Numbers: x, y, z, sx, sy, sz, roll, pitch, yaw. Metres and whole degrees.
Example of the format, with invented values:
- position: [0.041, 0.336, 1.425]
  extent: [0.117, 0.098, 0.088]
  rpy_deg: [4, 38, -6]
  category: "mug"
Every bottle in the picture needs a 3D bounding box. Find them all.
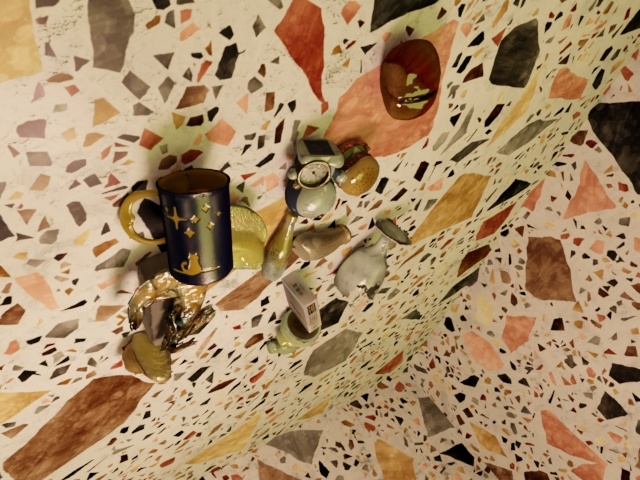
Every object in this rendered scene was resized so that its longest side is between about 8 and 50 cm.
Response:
- position: [-0.129, 0.016, 1.906]
  extent: [0.083, 0.083, 0.269]
  rpy_deg: [-12, 136, -43]
  category: "bottle"

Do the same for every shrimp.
- position: [-0.449, 0.203, 1.641]
  extent: [0.233, 0.071, 0.364]
  rpy_deg: [-5, 137, -38]
  category: "shrimp"
- position: [-0.429, 0.299, 1.909]
  extent: [0.219, 0.152, 0.046]
  rpy_deg: [-37, 110, -20]
  category: "shrimp"

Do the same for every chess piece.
- position: [-0.124, 0.412, 2.447]
  extent: [0.176, 0.175, 0.298]
  rpy_deg: [-21, 159, -33]
  category: "chess piece"

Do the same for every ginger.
- position: [-0.550, 0.391, 1.806]
  extent: [0.122, 0.193, 0.115]
  rpy_deg: [-51, 145, 17]
  category: "ginger"

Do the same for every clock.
- position: [-0.018, -0.174, 1.694]
  extent: [0.200, 0.146, 0.243]
  rpy_deg: [-8, 138, -22]
  category: "clock"

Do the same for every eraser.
- position: [-0.474, 0.180, 1.720]
  extent: [0.111, 0.077, 0.352]
  rpy_deg: [-26, 149, -31]
  category: "eraser"

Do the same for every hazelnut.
- position: [0.260, -0.450, 1.606]
  extent: [0.181, 0.181, 0.212]
  rpy_deg: [-12, 136, -8]
  category: "hazelnut"

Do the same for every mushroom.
- position: [-0.001, 0.010, 2.043]
  extent: [0.247, 0.108, 0.096]
  rpy_deg: [-15, -177, -37]
  category: "mushroom"

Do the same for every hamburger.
- position: [0.105, -0.217, 1.796]
  extent: [0.175, 0.137, 0.175]
  rpy_deg: [-27, 150, -17]
  category: "hamburger"

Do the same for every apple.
- position: [-0.270, -0.023, 1.629]
  extent: [0.265, 0.120, 0.193]
  rpy_deg: [6, 112, -41]
  category: "apple"

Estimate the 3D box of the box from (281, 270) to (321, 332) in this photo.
- position: [-0.071, 0.241, 2.227]
  extent: [0.067, 0.155, 0.242]
  rpy_deg: [-31, 150, -14]
  category: "box"

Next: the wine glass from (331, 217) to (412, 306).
- position: [0.203, 0.089, 2.321]
  extent: [0.191, 0.190, 0.357]
  rpy_deg: [3, 125, -53]
  category: "wine glass"

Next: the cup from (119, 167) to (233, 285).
- position: [-0.341, -0.040, 1.440]
  extent: [0.178, 0.255, 0.256]
  rpy_deg: [-42, 140, -54]
  category: "cup"
